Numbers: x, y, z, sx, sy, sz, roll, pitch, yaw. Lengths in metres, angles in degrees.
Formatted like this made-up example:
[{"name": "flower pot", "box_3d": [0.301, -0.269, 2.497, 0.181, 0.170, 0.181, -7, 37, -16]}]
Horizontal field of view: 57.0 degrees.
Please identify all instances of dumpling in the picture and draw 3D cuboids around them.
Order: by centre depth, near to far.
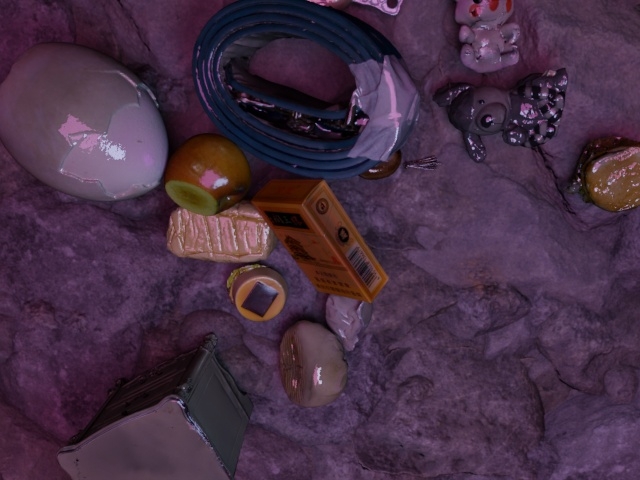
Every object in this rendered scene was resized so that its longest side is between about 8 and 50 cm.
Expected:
[{"name": "dumpling", "box_3d": [0.065, 0.161, 1.296, 0.108, 0.127, 0.188, 17, 110, -11]}]

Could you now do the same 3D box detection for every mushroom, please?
[{"name": "mushroom", "box_3d": [0.109, -0.186, 1.238, 0.109, 0.085, 0.126, -36, 90, 21]}]

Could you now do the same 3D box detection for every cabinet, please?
[{"name": "cabinet", "box_3d": [-0.330, 0.400, 1.274, 0.290, 0.318, 0.227, -27, 102, 9]}]

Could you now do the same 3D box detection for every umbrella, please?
[{"name": "umbrella", "box_3d": [0.221, -0.165, 1.272, 0.083, 0.020, 0.031, -3, 102, 8]}]

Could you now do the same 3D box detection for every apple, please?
[{"name": "apple", "box_3d": [-0.218, -0.126, 1.160, 0.147, 0.146, 0.163, 42, 77, 13]}]

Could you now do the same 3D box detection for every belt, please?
[{"name": "belt", "box_3d": [-0.028, -0.293, 1.124, 0.437, 0.173, 0.300, 23, 114, 10]}]

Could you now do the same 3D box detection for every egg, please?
[{"name": "egg", "box_3d": [-0.447, -0.220, 1.151, 0.336, 0.278, 0.278, 31, 103, -2]}]

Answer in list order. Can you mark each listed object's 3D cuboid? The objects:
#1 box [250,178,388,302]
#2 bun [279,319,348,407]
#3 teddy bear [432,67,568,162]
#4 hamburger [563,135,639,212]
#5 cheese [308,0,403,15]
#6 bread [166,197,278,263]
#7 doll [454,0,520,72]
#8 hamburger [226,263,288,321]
[{"name": "box", "box_3d": [0.000, 0.000, 1.198, 0.076, 0.174, 0.274, -51, 123, -25]}, {"name": "bun", "box_3d": [-0.010, 0.270, 1.318, 0.128, 0.178, 0.193, -4, 87, -28]}, {"name": "teddy bear", "box_3d": [0.363, -0.241, 1.187, 0.251, 0.144, 0.171, -10, 117, 8]}, {"name": "hamburger", "box_3d": [0.593, -0.133, 1.212, 0.185, 0.131, 0.159, -19, 110, 13]}, {"name": "cheese", "box_3d": [0.041, -0.528, 1.165, 0.249, 0.071, 0.163, 0, 104, 3]}, {"name": "bread", "box_3d": [-0.208, -0.025, 1.276, 0.237, 0.106, 0.139, 3, 105, 2]}, {"name": "doll", "box_3d": [0.328, -0.431, 1.166, 0.149, 0.095, 0.192, -5, 101, -3]}, {"name": "hamburger", "box_3d": [-0.142, 0.115, 1.320, 0.141, 0.081, 0.126, 14, 106, -13]}]
